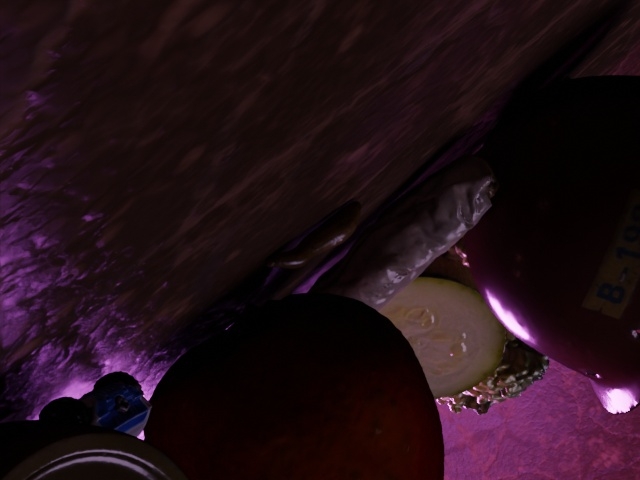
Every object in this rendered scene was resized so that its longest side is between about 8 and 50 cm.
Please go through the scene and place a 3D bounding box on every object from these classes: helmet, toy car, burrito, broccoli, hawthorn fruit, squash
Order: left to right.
[{"bbox_3d":[-0.189,0.169,0.737,0.170,0.070,0.080,-45,171,22],"label":"toy car"},{"bbox_3d":[-0.005,0.202,0.924,0.265,0.307,0.265,-31,-170,6],"label":"hawthorn fruit"},{"bbox_3d":[0.043,0.042,1.108,0.392,0.076,0.117,-42,178,25],"label":"burrito"},{"bbox_3d":[0.124,0.120,1.392,0.252,0.252,0.049,-47,-156,35],"label":"squash"},{"bbox_3d":[0.224,0.088,1.583,0.293,0.280,0.348,-129,-128,-79],"label":"broccoli"},{"bbox_3d":[0.269,-0.021,1.113,0.337,0.230,0.385,-95,-158,-68],"label":"helmet"}]

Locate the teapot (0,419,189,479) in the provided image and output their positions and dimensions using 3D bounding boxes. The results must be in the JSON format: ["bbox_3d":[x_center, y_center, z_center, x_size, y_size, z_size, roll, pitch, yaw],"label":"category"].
[{"bbox_3d":[-0.173,0.199,0.614,0.175,0.186,0.267,-5,174,43],"label":"teapot"}]

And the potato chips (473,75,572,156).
[{"bbox_3d":[0.225,-0.124,1.219,0.204,0.026,0.037,-38,167,-13],"label":"potato chips"}]

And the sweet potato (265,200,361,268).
[{"bbox_3d":[0.000,0.000,0.858,0.115,0.026,0.026,-36,171,-37],"label":"sweet potato"}]
